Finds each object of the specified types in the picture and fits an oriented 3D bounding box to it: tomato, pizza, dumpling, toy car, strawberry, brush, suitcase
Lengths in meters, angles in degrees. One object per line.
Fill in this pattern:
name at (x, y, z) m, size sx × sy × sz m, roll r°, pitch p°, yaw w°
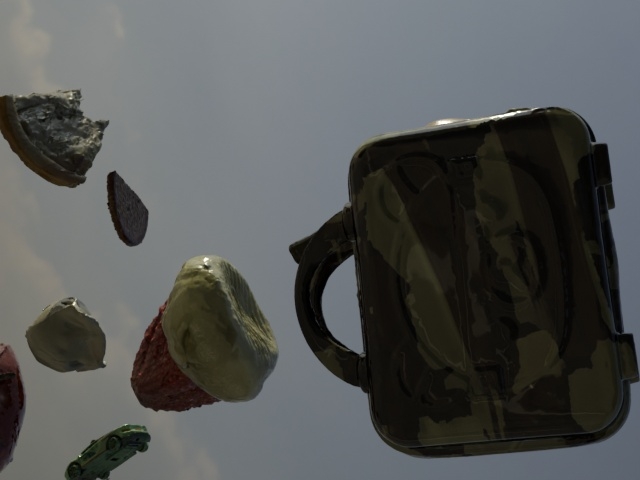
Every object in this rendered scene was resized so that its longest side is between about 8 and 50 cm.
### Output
tomato at (-0.591, 0.325, 1.970) m, size 0.170 × 0.309 × 0.309 m, roll 48°, pitch -26°, yaw 0°
pizza at (-0.420, -0.178, 1.918) m, size 0.034 × 0.262 × 0.181 m, roll -28°, pitch -85°, yaw 29°
dumpling at (-0.384, 0.156, 1.787) m, size 0.127 × 0.108 × 0.188 m, roll 51°, pitch -40°, yaw -5°
toy car at (-0.392, 0.385, 2.116) m, size 0.186 × 0.093 × 0.058 m, roll -37°, pitch -118°, yaw 23°
strawberry at (-0.268, 0.231, 2.407) m, size 0.238 × 0.288 × 0.250 m, roll 39°, pitch -15°, yaw 38°
brush at (0.000, 0.000, 1.673) m, size 0.034 × 0.027 × 0.190 m, roll 62°, pitch -25°, yaw 1°
suitcase at (0.144, 0.048, 1.217) m, size 0.194 × 0.339 × 0.352 m, roll 30°, pitch 53°, yaw -72°

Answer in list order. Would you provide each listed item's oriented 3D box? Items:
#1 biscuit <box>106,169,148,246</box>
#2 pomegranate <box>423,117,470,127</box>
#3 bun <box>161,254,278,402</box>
biscuit at (-0.396, -0.053, 2.376) m, size 0.206 × 0.025 × 0.126 m, roll 61°, pitch 26°, yaw -64°
pomegranate at (0.200, -0.075, 1.592) m, size 0.196 × 0.196 × 0.196 m, roll 44°, pitch -32°, yaw 36°
bun at (-0.176, 0.164, 1.981) m, size 0.259 × 0.160 × 0.259 m, roll 59°, pitch 8°, yaw -13°
